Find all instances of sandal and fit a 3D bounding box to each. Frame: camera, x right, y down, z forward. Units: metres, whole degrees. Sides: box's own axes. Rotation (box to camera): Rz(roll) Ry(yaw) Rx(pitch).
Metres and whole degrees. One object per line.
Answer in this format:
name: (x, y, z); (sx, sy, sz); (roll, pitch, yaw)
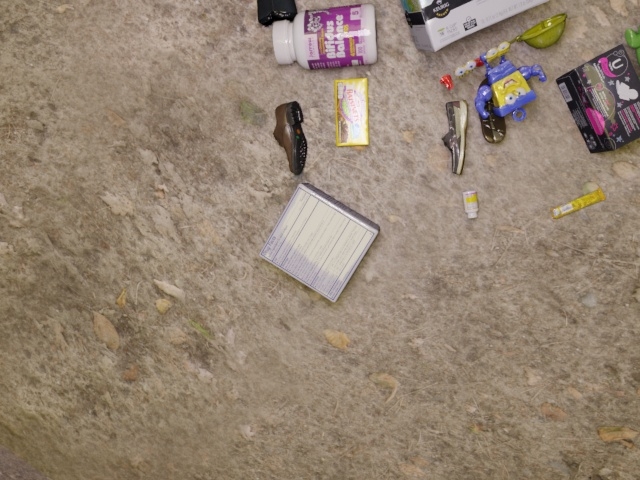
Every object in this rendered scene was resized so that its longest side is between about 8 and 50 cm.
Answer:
sandal: (0.514, -0.388, 1.546); (0.089, 0.060, 0.220); (-3, 79, 11)

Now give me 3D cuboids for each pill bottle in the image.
pill bottle: (0.465, -0.113, 1.606); (0.043, 0.043, 0.084); (-8, 97, 10)
pill bottle: (0.017, -0.601, 1.546); (0.301, 0.169, 0.170); (-3, 97, 9)

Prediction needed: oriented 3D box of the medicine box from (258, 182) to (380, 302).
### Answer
medicine box: (0.000, 0.000, 1.642); (0.289, 0.149, 0.264); (32, 101, 4)

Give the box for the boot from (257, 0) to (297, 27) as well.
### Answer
boot: (-0.091, -0.777, 1.573); (0.246, 0.094, 0.208); (-11, 93, 17)

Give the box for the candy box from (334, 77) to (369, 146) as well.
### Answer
candy box: (0.099, -0.402, 1.632); (0.105, 0.027, 0.206); (-2, 98, 6)

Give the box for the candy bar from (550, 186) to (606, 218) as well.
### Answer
candy bar: (0.776, -0.111, 1.569); (0.161, 0.018, 0.040); (-24, 90, 12)

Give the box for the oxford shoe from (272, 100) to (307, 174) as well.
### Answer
oxford shoe: (-0.100, -0.321, 1.659); (0.096, 0.082, 0.228); (-3, 98, 29)

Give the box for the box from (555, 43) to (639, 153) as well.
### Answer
box: (0.800, -0.388, 1.453); (0.142, 0.163, 0.248); (-26, 93, 8)

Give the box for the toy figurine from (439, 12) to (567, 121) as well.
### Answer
toy figurine: (0.545, -0.451, 1.477); (0.362, 0.191, 0.217); (-28, 98, 6)

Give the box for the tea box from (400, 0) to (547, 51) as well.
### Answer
tea box: (0.380, -0.731, 1.391); (0.328, 0.220, 0.324); (-24, 111, 6)

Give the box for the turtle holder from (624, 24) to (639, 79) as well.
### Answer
turtle holder: (0.999, -0.497, 1.371); (0.227, 0.243, 0.321); (-27, 84, -5)

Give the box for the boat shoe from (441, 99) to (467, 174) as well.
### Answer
boat shoe: (0.404, -0.312, 1.574); (0.073, 0.080, 0.224); (4, 93, 14)
